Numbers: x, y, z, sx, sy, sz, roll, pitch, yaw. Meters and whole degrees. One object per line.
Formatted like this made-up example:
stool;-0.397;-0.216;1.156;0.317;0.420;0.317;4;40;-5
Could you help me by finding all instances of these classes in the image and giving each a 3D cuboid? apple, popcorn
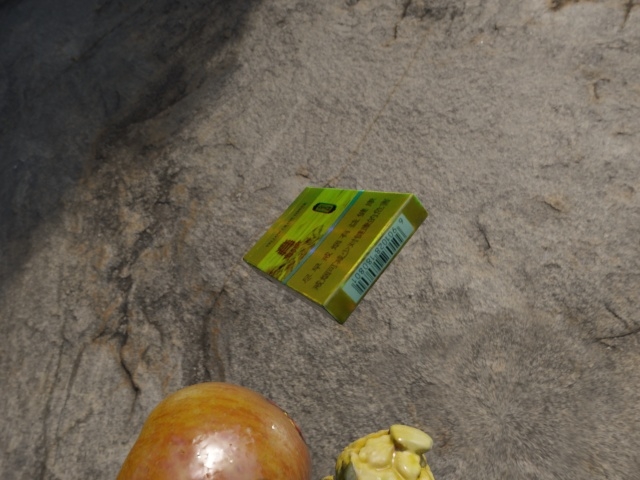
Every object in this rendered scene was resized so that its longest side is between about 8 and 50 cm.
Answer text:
apple;-0.211;0.457;0.749;0.333;0.400;0.400;32;83;13
popcorn;0.070;0.303;0.477;0.140;0.194;0.163;-9;79;-4

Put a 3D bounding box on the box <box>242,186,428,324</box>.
box;0.000;0.000;0.406;0.121;0.030;0.193;-49;27;-13
